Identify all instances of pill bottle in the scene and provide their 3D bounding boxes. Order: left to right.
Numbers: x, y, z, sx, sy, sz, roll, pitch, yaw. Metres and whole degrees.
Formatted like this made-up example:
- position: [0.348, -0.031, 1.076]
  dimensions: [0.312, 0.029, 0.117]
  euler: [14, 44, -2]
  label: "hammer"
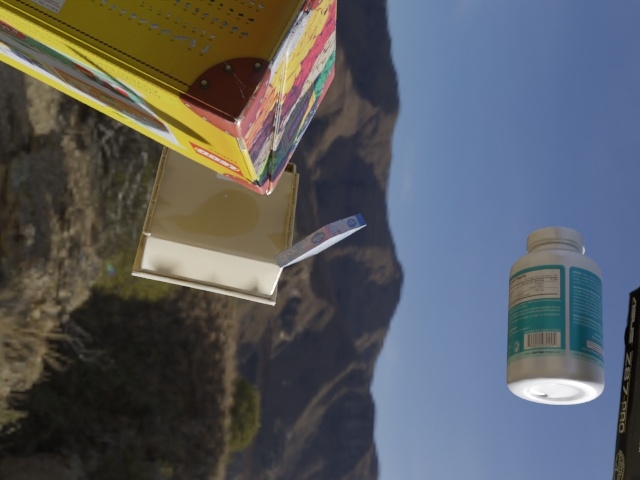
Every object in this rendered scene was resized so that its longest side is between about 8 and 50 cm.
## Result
- position: [0.371, 0.114, 1.391]
  dimensions: [0.146, 0.146, 0.263]
  euler: [103, -4, -64]
  label: "pill bottle"

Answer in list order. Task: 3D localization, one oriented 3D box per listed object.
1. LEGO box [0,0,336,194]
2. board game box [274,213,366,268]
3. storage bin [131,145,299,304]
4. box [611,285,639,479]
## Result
- position: [-0.244, -0.270, 0.971]
  dimensions: [0.193, 0.500, 0.372]
  euler: [-63, 177, -6]
  label: "LEGO box"
- position: [0.000, 0.000, 1.114]
  dimensions: [0.090, 0.090, 0.020]
  euler: [-23, 83, -57]
  label: "board game box"
- position: [-0.186, -0.045, 1.623]
  dimensions: [0.123, 0.263, 0.260]
  euler: [114, -15, -49]
  label: "storage bin"
- position: [0.573, 0.275, 1.202]
  dimensions: [0.097, 0.319, 0.394]
  euler: [76, 24, -76]
  label: "box"
